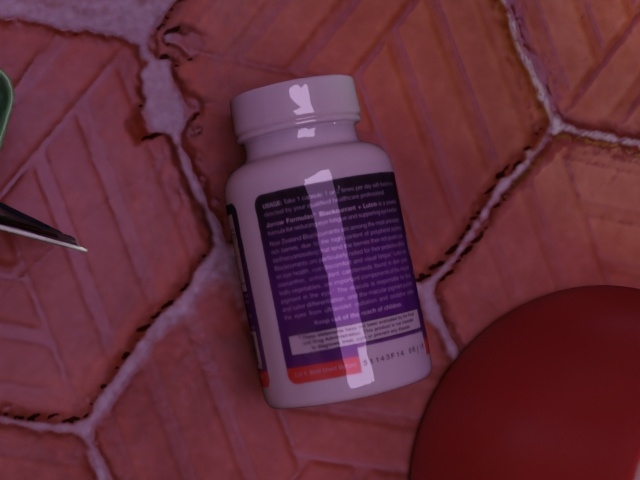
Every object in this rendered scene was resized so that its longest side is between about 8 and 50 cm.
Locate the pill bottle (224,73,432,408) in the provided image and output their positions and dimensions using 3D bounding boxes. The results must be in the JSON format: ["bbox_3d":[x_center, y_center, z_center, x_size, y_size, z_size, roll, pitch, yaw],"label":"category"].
[{"bbox_3d":[0.000,0.000,0.838,0.108,0.108,0.193,-11,89,-14],"label":"pill bottle"}]

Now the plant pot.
[{"bbox_3d":[0.218,0.156,0.813,0.275,0.243,0.275,1,85,-14],"label":"plant pot"}]

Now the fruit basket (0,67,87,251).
[{"bbox_3d":[-0.274,-0.058,0.648,0.327,0.353,0.165,16,83,-12],"label":"fruit basket"}]
